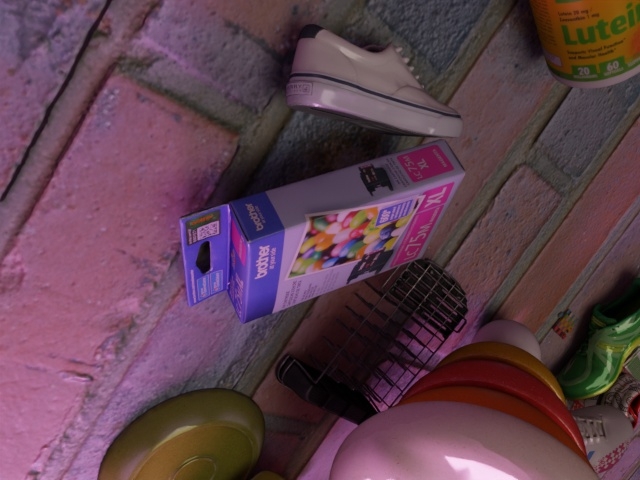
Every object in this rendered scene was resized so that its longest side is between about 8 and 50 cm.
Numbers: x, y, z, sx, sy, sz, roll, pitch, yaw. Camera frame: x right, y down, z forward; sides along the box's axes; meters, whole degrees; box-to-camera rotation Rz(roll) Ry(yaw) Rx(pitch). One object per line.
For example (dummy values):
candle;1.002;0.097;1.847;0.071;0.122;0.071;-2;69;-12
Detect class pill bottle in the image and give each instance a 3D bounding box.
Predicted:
pill bottle;0.306;-0.309;0.717;0.136;0.136;0.246;-42;132;-4

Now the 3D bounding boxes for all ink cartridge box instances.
ink cartridge box;0.000;0.000;0.713;0.310;0.065;0.186;-16;151;-19

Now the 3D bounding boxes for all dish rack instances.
dish rack;0.091;0.146;0.910;0.272;0.074;0.208;-51;134;2

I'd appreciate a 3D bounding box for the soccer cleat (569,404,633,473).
soccer cleat;0.457;0.368;1.140;0.331;0.116;0.143;-16;135;-21

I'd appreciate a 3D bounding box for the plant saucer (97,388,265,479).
plant saucer;-0.177;0.310;0.856;0.240;0.037;0.241;-17;127;-24

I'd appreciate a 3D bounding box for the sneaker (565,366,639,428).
sneaker;0.562;0.376;1.318;0.090;0.145;0.270;30;99;-42

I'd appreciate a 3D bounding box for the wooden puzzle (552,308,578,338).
wooden puzzle;0.478;0.163;1.221;0.049;0.006;0.083;-50;133;4

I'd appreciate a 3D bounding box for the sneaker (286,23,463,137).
sneaker;0.076;-0.168;0.687;0.258;0.094;0.092;5;96;-45

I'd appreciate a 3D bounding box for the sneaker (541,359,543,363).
sneaker;0.401;0.283;1.184;0.150;0.094;0.256;-12;134;-20

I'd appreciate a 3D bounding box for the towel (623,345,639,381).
towel;0.720;0.329;1.471;0.325;0.038;0.248;-48;134;-1

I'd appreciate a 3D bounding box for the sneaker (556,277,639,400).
sneaker;0.570;0.191;1.254;0.123;0.109;0.296;36;99;-17

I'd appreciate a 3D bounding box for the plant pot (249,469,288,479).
plant pot;-0.075;0.473;0.889;0.227;0.207;0.228;-35;151;-9

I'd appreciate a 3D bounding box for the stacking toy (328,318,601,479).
stacking toy;0.243;0.270;0.908;0.480;0.350;0.351;-45;150;-59
